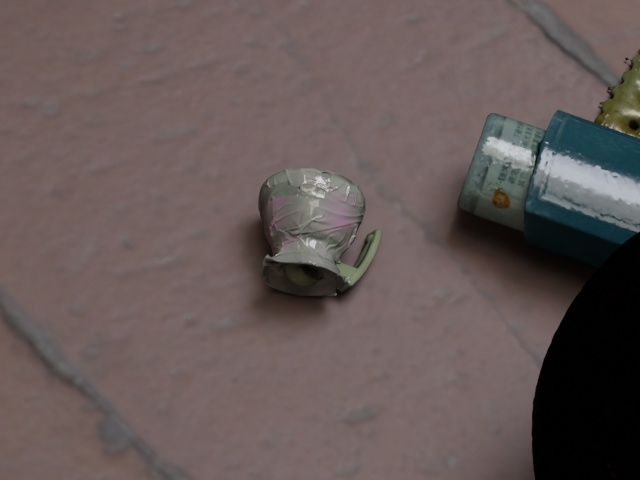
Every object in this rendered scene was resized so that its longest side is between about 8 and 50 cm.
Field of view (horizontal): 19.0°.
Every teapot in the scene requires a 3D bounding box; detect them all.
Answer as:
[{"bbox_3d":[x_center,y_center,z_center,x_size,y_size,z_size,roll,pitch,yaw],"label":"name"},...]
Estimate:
[{"bbox_3d":[0.000,0.000,1.123,0.083,0.064,0.064,23,61,-31],"label":"teapot"}]

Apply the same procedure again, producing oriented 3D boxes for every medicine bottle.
[{"bbox_3d":[0.213,-0.015,1.121,0.258,0.124,0.079,18,61,6],"label":"medicine bottle"}]

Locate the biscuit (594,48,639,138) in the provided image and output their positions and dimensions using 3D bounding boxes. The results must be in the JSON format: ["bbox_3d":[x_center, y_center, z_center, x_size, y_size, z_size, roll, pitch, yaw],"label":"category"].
[{"bbox_3d":[0.283,-0.123,1.252,0.139,0.016,0.231,29,62,13],"label":"biscuit"}]

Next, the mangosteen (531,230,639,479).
[{"bbox_3d":[0.263,0.104,0.943,0.313,0.297,0.297,-22,61,7],"label":"mangosteen"}]
